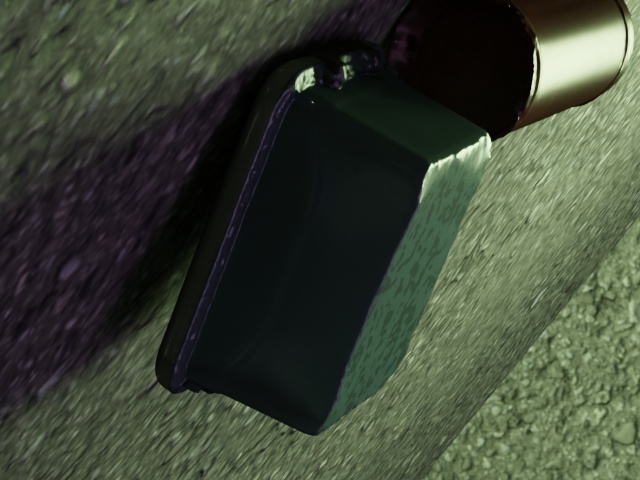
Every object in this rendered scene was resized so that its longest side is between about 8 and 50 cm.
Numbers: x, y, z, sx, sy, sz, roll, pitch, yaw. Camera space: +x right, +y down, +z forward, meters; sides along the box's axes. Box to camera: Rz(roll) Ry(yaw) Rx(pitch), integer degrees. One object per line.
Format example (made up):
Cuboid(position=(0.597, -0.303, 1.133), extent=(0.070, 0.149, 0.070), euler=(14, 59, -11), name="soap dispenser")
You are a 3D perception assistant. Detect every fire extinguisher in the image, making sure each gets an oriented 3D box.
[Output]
Cuboid(position=(0.159, -0.161, 1.345), extent=(0.337, 0.106, 0.147), euler=(-26, 127, -64), name="fire extinguisher")

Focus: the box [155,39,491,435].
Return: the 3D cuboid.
Cuboid(position=(0.000, 0.000, 1.143), extent=(0.162, 0.130, 0.227), euler=(-27, 144, -64), name="box")
